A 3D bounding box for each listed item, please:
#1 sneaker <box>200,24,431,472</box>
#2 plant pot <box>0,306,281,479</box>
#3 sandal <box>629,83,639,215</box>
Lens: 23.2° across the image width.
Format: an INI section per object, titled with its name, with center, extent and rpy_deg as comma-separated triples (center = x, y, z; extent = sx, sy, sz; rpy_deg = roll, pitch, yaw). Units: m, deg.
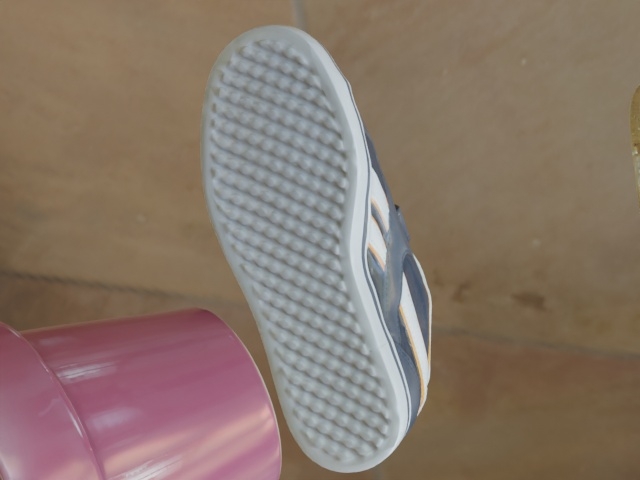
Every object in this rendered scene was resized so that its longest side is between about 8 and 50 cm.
[sneaker]
center = 0.000, 0.000, 1.146
extent = 0.126, 0.127, 0.321
rpy_deg = -9, 98, 19
[plant pot]
center = -0.131, 0.129, 0.931
extent = 0.201, 0.180, 0.201
rpy_deg = 35, 135, 45
[sandal]
center = 0.280, -0.010, 1.247
extent = 0.088, 0.079, 0.240
rpy_deg = -4, 108, 38
